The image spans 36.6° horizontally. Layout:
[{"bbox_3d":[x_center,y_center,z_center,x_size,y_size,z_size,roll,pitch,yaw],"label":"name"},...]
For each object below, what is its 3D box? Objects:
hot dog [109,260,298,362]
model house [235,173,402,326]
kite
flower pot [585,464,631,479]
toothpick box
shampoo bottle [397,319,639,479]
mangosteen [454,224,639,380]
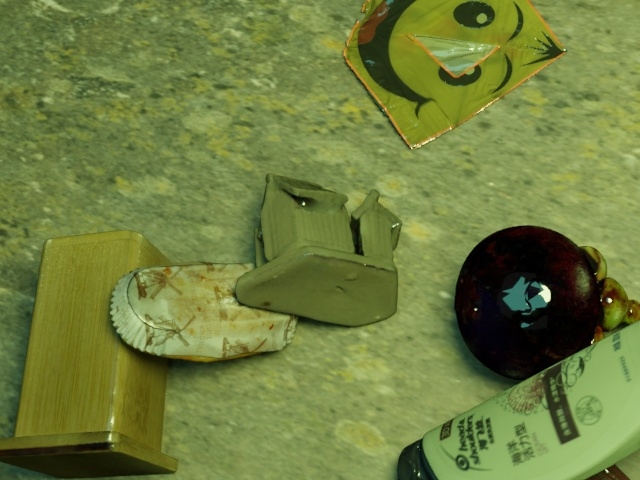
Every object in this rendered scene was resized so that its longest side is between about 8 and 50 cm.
[{"bbox_3d":[-0.145,0.093,1.278,0.075,0.268,0.144,-44,50,47],"label":"hot dog"},{"bbox_3d":[0.003,0.001,1.294,0.229,0.122,0.188,10,57,-21],"label":"model house"},{"bbox_3d":[0.200,-0.300,1.427,0.328,0.013,0.377,12,72,20],"label":"kite"},{"bbox_3d":[0.304,0.290,1.132,0.111,0.111,0.089,44,98,26],"label":"flower pot"},{"bbox_3d":[-0.304,0.157,1.323,0.187,0.190,0.308,-7,65,16],"label":"toothpick box"},{"bbox_3d":[0.243,0.226,1.099,0.359,0.078,0.134,-35,41,30],"label":"shampoo bottle"},{"bbox_3d":[0.279,0.077,1.182,0.231,0.194,0.194,4,69,-11],"label":"mangosteen"}]
